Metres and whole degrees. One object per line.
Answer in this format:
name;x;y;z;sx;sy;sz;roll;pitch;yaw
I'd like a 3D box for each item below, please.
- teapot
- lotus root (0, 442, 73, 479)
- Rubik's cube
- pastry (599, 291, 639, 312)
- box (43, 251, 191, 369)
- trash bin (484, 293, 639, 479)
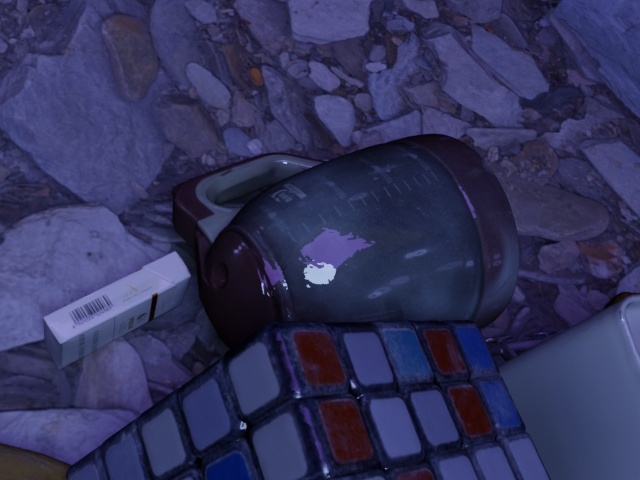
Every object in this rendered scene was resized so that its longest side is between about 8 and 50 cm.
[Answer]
teapot;0.000;0.000;0.907;0.312;0.233;0.315;-15;44;-30
lotus root;-0.282;0.266;0.720;0.342;0.151;0.169;16;56;-13
Rubik's cube;0.011;0.251;0.689;0.292;0.287;0.293;8;54;-49
pastry;0.406;0.116;1.071;0.109;0.057;0.097;4;63;-14
box;-0.216;0.074;0.884;0.154;0.084;0.040;-29;72;-28
trash bin;0.283;0.177;0.817;0.255;0.368;0.296;-3;63;-18
